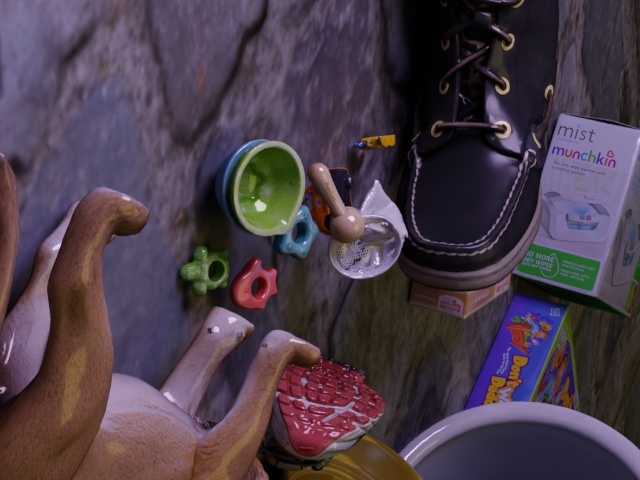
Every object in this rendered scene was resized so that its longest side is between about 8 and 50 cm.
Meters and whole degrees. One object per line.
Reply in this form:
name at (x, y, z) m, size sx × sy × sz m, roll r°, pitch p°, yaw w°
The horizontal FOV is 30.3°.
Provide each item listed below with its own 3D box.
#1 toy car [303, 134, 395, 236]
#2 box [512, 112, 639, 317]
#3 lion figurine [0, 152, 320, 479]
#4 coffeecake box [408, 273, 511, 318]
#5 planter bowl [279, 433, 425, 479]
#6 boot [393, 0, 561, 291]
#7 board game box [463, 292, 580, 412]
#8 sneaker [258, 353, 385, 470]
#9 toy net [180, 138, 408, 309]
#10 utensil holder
toy car at (0.024, -0.045, 0.992) m, size 0.122 × 0.040 × 0.060 m, roll -37°, pitch 114°, yaw -50°
box at (0.383, -0.029, 1.653) m, size 0.262 × 0.127 × 0.231 m, roll 24°, pitch 83°, yaw -64°
lion figurine at (-0.126, 0.125, 0.703) m, size 0.392 × 0.142 × 0.240 m, roll 42°, pitch 72°, yaw -47°
coffeecake box at (0.164, -0.026, 1.260) m, size 0.142 × 0.068 × 0.185 m, roll -22°, pitch 123°, yaw -60°
planter bowl at (0.027, 0.275, 1.059) m, size 0.090 × 0.217 × 0.217 m, roll -48°, pitch 165°, yaw 25°
boot at (0.140, -0.169, 1.035) m, size 0.377 × 0.138 × 0.284 m, roll -63°, pitch 153°, yaw -42°
board game box at (0.286, 0.268, 1.663) m, size 0.233 × 0.078 × 0.347 m, roll -61°, pitch 151°, yaw -28°
sneaker at (-0.005, 0.144, 0.923) m, size 0.225 × 0.088 × 0.092 m, roll 8°, pitch 103°, yaw -88°
toy net at (0.000, 0.000, 0.894) m, size 0.232 × 0.045 × 0.122 m, roll 12°, pitch 89°, yaw -47°
utensil holder at (0.235, 0.427, 1.362) m, size 0.327 × 0.328 × 0.385 m, roll -58°, pitch 151°, yaw -33°
